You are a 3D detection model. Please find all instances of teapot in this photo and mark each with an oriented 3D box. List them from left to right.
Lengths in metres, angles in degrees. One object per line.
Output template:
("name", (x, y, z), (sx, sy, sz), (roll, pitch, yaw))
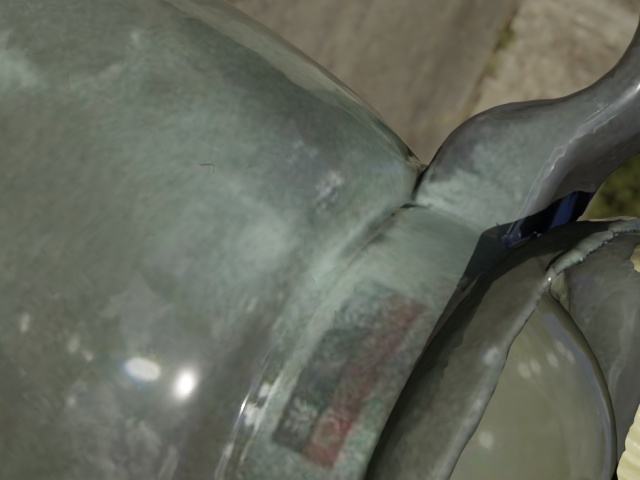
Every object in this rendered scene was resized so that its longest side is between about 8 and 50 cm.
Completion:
("teapot", (0.001, 0.016, 0.621), (0.305, 0.285, 0.223), (-55, 155, -24))

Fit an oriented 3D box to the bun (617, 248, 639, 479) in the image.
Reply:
("bun", (0.147, 0.110, 0.845), (0.229, 0.229, 0.145), (-61, -168, -1))
